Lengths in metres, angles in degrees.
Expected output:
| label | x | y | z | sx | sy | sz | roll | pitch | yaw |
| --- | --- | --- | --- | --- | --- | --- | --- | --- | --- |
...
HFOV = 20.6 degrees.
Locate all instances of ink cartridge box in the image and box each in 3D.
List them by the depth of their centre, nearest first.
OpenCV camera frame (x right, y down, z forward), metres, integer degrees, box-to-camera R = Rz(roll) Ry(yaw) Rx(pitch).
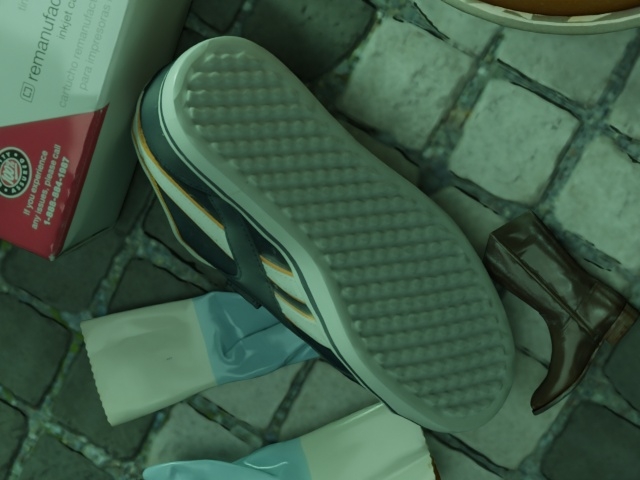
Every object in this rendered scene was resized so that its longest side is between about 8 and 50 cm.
| label | x | y | z | sx | sy | sz | roll | pitch | yaw |
| --- | --- | --- | --- | --- | --- | --- | --- | --- | --- |
| ink cartridge box | -0.264 | -0.152 | 1.226 | 0.306 | 0.131 | 0.226 | 22 | 110 | 8 |

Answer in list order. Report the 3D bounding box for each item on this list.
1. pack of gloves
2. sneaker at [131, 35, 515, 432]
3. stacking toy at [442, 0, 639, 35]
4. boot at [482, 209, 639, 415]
| label | x | y | z | sx | sy | sz | roll | pitch | yaw |
| --- | --- | --- | --- | --- | --- | --- | --- | --- | --- |
| pack of gloves | -0.041 | 0.121 | 1.292 | 0.232 | 0.046 | 0.195 | -17 | 88 | 17 |
| sneaker | 0.000 | 0.000 | 1.198 | 0.321 | 0.126 | 0.127 | 50 | 155 | -12 |
| stacking toy | 0.104 | -0.251 | 0.903 | 0.351 | 0.480 | 0.350 | 4 | 106 | 15 |
| boot | 0.144 | 0.048 | 1.210 | 0.114 | 0.037 | 0.106 | 41 | 98 | -1 |
